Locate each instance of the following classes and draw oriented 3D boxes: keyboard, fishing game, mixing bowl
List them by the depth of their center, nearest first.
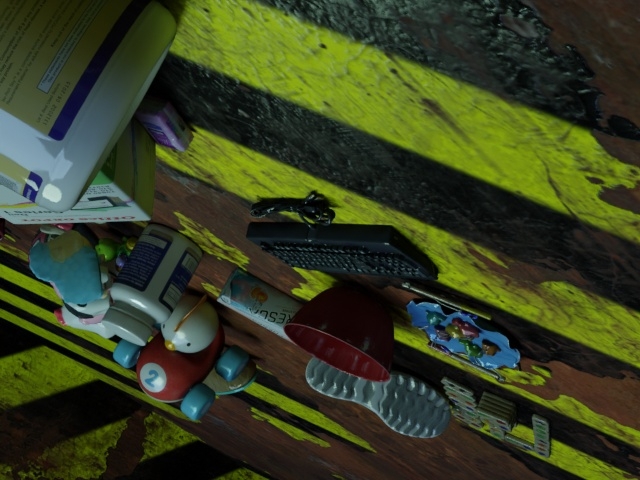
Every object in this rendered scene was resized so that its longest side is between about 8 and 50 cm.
[{"bbox_3d":[0.000,0.000,1.515,0.201,0.033,0.317,39,157,-32],"label":"keyboard"},{"bbox_3d":[0.205,0.147,1.614,0.189,0.041,0.264,23,162,19],"label":"fishing game"},{"bbox_3d":[0.044,0.133,1.703,0.181,0.098,0.181,24,160,9],"label":"mixing bowl"}]

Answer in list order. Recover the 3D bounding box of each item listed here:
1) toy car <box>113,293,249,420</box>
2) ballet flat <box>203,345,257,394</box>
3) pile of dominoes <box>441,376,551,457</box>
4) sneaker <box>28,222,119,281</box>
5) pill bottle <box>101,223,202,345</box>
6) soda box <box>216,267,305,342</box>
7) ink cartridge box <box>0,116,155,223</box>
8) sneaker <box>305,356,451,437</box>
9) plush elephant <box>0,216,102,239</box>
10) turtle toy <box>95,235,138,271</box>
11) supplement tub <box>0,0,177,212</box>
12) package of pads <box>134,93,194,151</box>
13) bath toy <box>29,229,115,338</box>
[{"bbox_3d":[-0.273,0.194,2.177,0.219,0.210,0.238,35,151,13],"label":"toy car"},{"bbox_3d":[-0.264,0.275,2.531,0.124,0.116,0.342,54,158,-16],"label":"ballet flat"},{"bbox_3d":[0.308,0.327,1.954,0.196,0.040,0.251,20,160,21],"label":"pile of dominoes"},{"bbox_3d":[-0.476,0.054,2.185,0.121,0.112,0.299,15,159,32],"label":"sneaker"},{"bbox_3d":[-0.289,0.077,1.866,0.112,0.186,0.112,25,161,9],"label":"pill bottle"},{"bbox_3d":[-0.083,0.119,1.903,0.183,0.058,0.063,29,162,-9],"label":"soda box"},{"bbox_3d":[-0.333,-0.104,1.378,0.201,0.117,0.278,-1,169,4],"label":"ink cartridge box"},{"bbox_3d":[0.111,0.261,2.009,0.281,0.105,0.115,27,-170,-4],"label":"sneaker"},{"bbox_3d":[-0.554,-0.053,1.753,0.330,0.255,0.272,19,165,30],"label":"plush elephant"},{"bbox_3d":[-0.351,0.036,2.029,0.130,0.066,0.095,39,161,1],"label":"turtle toy"},{"bbox_3d":[-0.338,-0.204,1.096,0.331,0.241,0.241,31,161,-10],"label":"supplement tub"},{"bbox_3d":[-0.198,-0.148,1.385,0.050,0.032,0.083,20,161,28],"label":"package of pads"},{"bbox_3d":[-0.436,0.087,1.997,0.129,0.151,0.348,-5,163,-6],"label":"bath toy"}]
